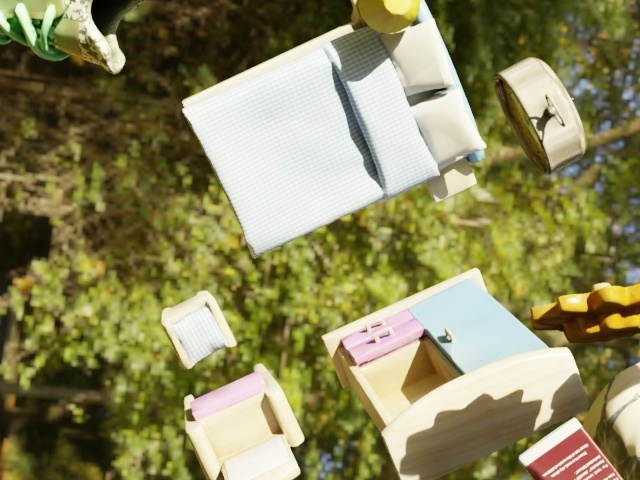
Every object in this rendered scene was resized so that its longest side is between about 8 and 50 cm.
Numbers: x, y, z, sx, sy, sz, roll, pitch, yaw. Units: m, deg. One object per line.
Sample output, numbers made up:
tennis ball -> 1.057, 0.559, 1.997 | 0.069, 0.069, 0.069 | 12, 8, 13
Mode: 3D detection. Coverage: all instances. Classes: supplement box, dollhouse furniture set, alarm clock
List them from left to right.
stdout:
dollhouse furniture set -> 0.000, 0.000, 0.867 | 0.198, 0.286, 0.303 | -130, -163, -72
alarm clock -> 0.250, -0.141, 1.392 | 0.129, 0.064, 0.192 | 63, 3, -3
supplement box -> 0.294, 0.298, 1.196 | 0.239, 0.073, 0.130 | 54, -1, 32

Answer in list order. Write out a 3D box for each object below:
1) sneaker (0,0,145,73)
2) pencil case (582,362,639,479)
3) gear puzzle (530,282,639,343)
sneaker -> -0.238, -0.214, 1.060 | 0.158, 0.410, 0.182 | 13, 55, -66
pencil case -> 0.441, 0.282, 1.370 | 0.410, 0.184, 0.159 | -122, -147, -61
gear puzzle -> 0.288, 0.033, 0.708 | 0.175, 0.339, 0.044 | 101, -15, -74
